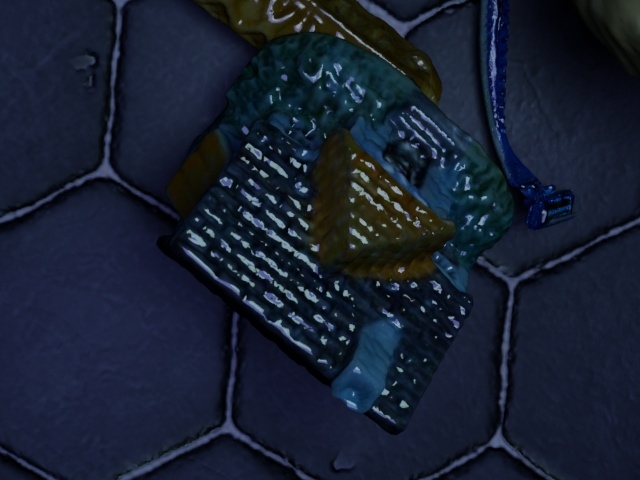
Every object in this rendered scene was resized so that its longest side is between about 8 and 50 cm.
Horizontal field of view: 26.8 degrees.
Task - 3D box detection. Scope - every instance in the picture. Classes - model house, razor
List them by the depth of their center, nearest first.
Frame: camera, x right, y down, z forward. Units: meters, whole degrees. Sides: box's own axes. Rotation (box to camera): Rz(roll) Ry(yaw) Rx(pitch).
[{"bbox_3d":[0.000,0.000,1.059,0.261,0.241,0.226,39,115,-8],"label":"model house"},{"bbox_3d":[0.163,-0.169,1.191,0.056,0.093,0.324,-10,93,29],"label":"razor"}]

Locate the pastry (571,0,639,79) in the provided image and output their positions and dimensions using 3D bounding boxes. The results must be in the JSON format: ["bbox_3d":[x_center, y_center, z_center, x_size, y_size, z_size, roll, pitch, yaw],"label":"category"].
[{"bbox_3d":[0.369,-0.287,1.045,0.388,0.388,0.312,-18,124,-6],"label":"pastry"}]

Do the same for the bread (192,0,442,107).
[{"bbox_3d":[-0.050,-0.213,1.143,0.367,0.084,0.077,36,134,-11],"label":"bread"}]
